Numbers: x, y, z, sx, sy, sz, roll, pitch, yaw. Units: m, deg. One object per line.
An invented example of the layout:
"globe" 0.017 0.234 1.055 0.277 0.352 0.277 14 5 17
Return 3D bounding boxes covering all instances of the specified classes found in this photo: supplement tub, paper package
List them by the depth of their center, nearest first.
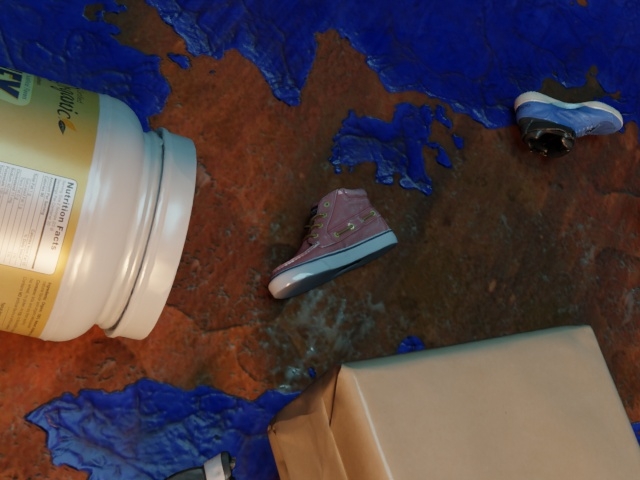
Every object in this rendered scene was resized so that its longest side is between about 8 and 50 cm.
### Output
"supplement tub" -0.287 -0.038 0.899 0.316 0.228 0.228 14 61 -20
"paper package" 0.148 0.255 0.965 0.325 0.168 0.309 -5 69 -35

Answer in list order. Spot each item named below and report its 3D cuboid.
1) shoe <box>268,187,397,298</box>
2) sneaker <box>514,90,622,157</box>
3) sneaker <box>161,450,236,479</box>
"shoe" 0.000 0.000 1.123 0.178 0.063 0.081 -22 76 -38
"sneaker" 0.327 -0.140 1.344 0.152 0.058 0.084 10 57 -17
"sneaker" -0.105 0.313 0.917 0.106 0.078 0.234 -12 86 -4
